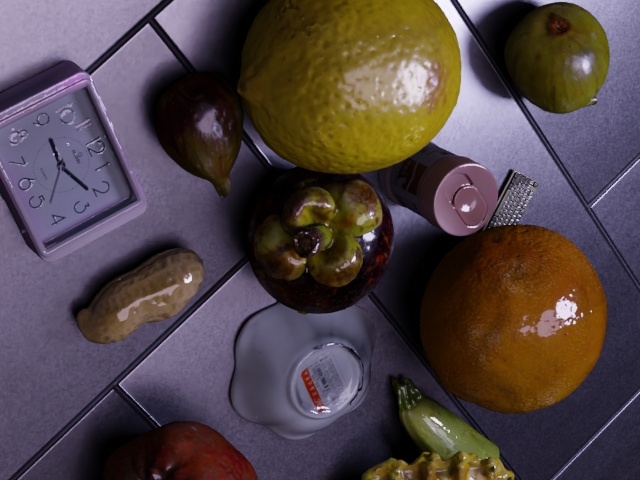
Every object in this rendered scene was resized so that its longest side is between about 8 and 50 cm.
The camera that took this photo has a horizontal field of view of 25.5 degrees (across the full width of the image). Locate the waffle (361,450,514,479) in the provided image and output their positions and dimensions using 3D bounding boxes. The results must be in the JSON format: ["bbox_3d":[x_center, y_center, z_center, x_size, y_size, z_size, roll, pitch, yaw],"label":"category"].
[{"bbox_3d":[0.155,0.426,2.037,0.307,0.060,0.312,-27,124,12],"label":"waffle"}]

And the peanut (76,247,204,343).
[{"bbox_3d":[-0.219,0.073,1.759,0.174,0.080,0.080,-30,119,-11],"label":"peanut"}]

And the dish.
[{"bbox_3d":[-0.006,0.177,1.903,0.229,0.081,0.229,-10,112,-24],"label":"dish"}]

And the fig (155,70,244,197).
[{"bbox_3d":[-0.136,-0.125,1.716,0.109,0.103,0.155,-24,110,6],"label":"fig"}]

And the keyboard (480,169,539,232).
[{"bbox_3d":[0.262,-0.034,2.008,0.049,0.015,0.129,25,95,-32],"label":"keyboard"}]

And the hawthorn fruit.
[{"bbox_3d":[-0.161,0.338,1.821,0.248,0.208,0.208,22,97,-55],"label":"hawthorn fruit"}]

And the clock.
[{"bbox_3d":[-0.308,-0.090,1.660,0.150,0.063,0.197,-30,119,-17],"label":"clock"}]

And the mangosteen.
[{"bbox_3d":[0.000,0.000,1.764,0.192,0.217,0.192,0,96,-2],"label":"mangosteen"}]

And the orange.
[{"bbox_3d":[0.260,0.111,1.926,0.264,0.264,0.264,-9,112,-25],"label":"orange"}]

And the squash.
[{"bbox_3d":[0.161,0.270,2.033,0.200,0.090,0.075,40,124,-19],"label":"squash"}]

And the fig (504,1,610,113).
[{"bbox_3d":[0.315,-0.236,1.915,0.142,0.186,0.148,38,61,9],"label":"fig"}]

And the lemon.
[{"bbox_3d":[0.036,-0.201,1.695,0.267,0.267,0.267,-9,112,-25],"label":"lemon"}]

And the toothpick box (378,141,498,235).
[{"bbox_3d":[0.153,-0.073,1.858,0.098,0.149,0.098,-9,111,-24],"label":"toothpick box"}]
